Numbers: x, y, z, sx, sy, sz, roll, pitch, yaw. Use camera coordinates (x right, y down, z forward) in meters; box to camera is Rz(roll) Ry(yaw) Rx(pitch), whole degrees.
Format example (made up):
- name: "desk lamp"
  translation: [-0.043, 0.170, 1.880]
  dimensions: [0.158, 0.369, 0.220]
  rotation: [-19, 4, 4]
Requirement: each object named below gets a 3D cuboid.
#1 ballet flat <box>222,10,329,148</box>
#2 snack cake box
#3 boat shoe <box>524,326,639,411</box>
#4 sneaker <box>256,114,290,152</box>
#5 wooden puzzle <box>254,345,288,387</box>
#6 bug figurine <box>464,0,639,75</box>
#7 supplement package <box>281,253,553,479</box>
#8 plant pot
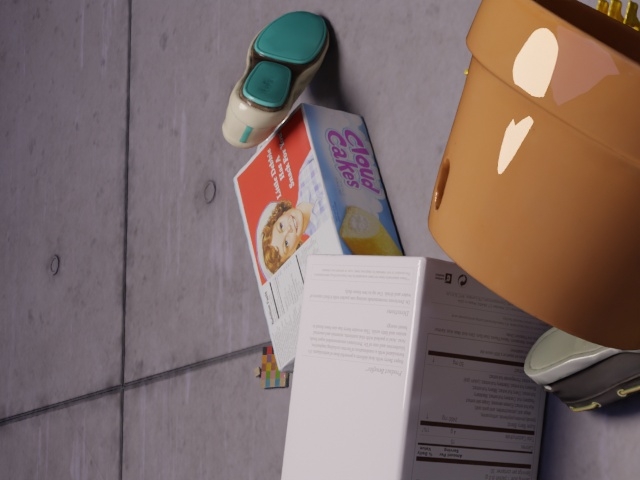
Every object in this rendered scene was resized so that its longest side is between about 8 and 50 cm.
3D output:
- name: "ballet flat"
  translation: [-0.053, -0.181, 1.632]
  dimensions: [0.086, 0.086, 0.248]
  rotation: [-49, 7, 36]
- name: "snack cake box"
  translation: [0.000, 0.000, 1.576]
  dimensions: [0.152, 0.089, 0.264]
  rotation: [-46, 47, 41]
- name: "boat shoe"
  translation: [0.275, 0.088, 1.195]
  dimensions: [0.228, 0.069, 0.081]
  rotation: [-24, 28, 47]
- name: "sneaker"
  translation: [-0.049, -0.113, 1.720]
  dimensions: [0.083, 0.032, 0.037]
  rotation: [-49, 45, 37]
- name: "wooden puzzle"
  translation: [-0.053, 0.148, 1.682]
  dimensions: [0.083, 0.006, 0.049]
  rotation: [-11, 73, 53]
- name: "bug figurine"
  translation: [0.242, -0.232, 1.313]
  dimensions: [0.216, 0.072, 0.279]
  rotation: [21, 94, 48]
- name: "supplement package"
  translation: [0.088, 0.168, 1.337]
  dimensions: [0.177, 0.175, 0.293]
  rotation: [2, 83, 53]
- name: "plant pot"
  translation: [0.215, -0.052, 1.103]
  dimensions: [0.291, 0.291, 0.203]
  rotation: [47, 114, 49]
